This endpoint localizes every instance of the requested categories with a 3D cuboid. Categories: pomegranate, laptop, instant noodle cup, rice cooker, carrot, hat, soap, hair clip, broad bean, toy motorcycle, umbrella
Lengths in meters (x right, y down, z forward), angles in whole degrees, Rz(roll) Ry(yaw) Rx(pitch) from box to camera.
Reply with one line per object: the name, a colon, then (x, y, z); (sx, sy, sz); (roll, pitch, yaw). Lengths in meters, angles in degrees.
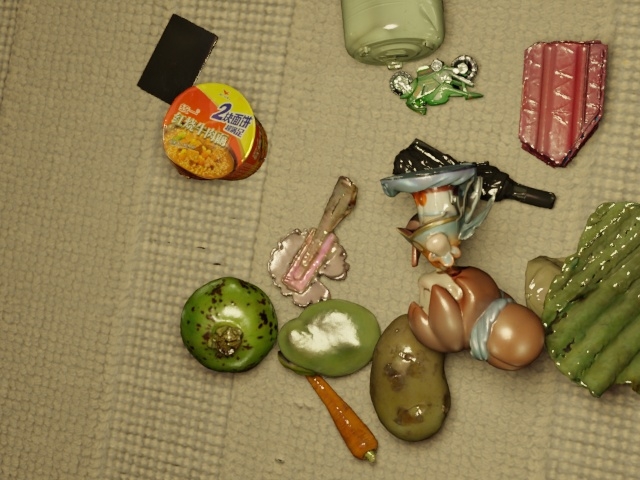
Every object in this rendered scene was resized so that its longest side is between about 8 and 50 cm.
pomegranate: (-0.195, 0.188, 1.654); (0.211, 0.263, 0.211); (-1, 103, -3)
laptop: (-0.336, -0.421, 1.842); (0.135, 0.016, 0.197); (31, 95, 13)
instant noodle cup: (-0.217, -0.222, 1.718); (0.213, 0.174, 0.213); (-1, 85, 13)
rice cooker: (0.148, -0.495, 1.630); (0.226, 0.226, 0.244); (-9, 86, 13)
carrot: (0.040, 0.370, 1.686); (0.061, 0.061, 0.257); (-43, 67, 8)
hat: (0.510, 0.101, 1.552); (0.173, 0.144, 0.166); (-13, 85, 35)
soap: (0.486, -0.273, 1.588); (0.162, 0.099, 0.250); (6, 88, 14)
hair clip: (0.003, -0.002, 1.703); (0.173, 0.069, 0.300); (34, 105, 15)
broad bean: (0.015, 0.215, 1.676); (0.228, 0.100, 0.169); (-26, 88, 9)
toy motorcycle: (0.245, -0.327, 1.667); (0.190, 0.074, 0.106); (-12, 93, 12)
umbrella: (0.317, -0.122, 1.628); (0.340, 0.118, 0.118); (15, 90, 5)

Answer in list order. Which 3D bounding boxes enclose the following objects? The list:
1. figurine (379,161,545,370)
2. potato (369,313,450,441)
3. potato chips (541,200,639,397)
figurine: (0.266, 0.049, 1.497); (0.248, 0.276, 0.388); (-10, 95, 3)
potato: (0.180, 0.282, 1.603); (0.165, 0.165, 0.262); (-6, 90, 13)
potato chips: (0.626, 0.132, 1.483); (0.373, 0.097, 0.389); (23, 86, -2)
